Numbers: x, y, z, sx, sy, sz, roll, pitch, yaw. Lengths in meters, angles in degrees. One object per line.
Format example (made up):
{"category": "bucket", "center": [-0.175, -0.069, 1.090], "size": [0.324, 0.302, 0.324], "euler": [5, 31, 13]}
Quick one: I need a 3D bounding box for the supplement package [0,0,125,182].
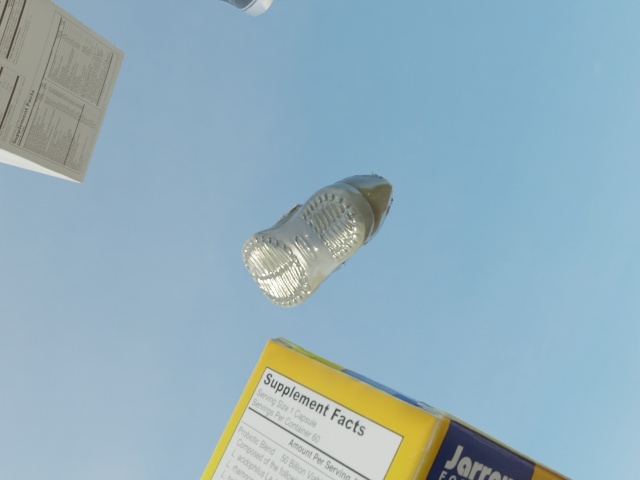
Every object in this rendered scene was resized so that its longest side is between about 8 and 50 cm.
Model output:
{"category": "supplement package", "center": [-0.425, -0.216, 1.109], "size": [0.262, 0.199, 0.198], "euler": [28, -103, -67]}

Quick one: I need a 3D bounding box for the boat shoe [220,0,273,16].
{"category": "boat shoe", "center": [-0.120, -0.355, 1.169], "size": [0.076, 0.228, 0.080], "euler": [14, -76, -27]}

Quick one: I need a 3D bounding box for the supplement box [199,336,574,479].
{"category": "supplement box", "center": [0.005, 0.282, 0.613], "size": [0.195, 0.194, 0.357], "euler": [32, -100, -36]}

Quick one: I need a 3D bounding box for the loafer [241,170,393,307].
{"category": "loafer", "center": [0.000, 0.000, 0.932], "size": [0.087, 0.251, 0.094], "euler": [-33, -89, -36]}
